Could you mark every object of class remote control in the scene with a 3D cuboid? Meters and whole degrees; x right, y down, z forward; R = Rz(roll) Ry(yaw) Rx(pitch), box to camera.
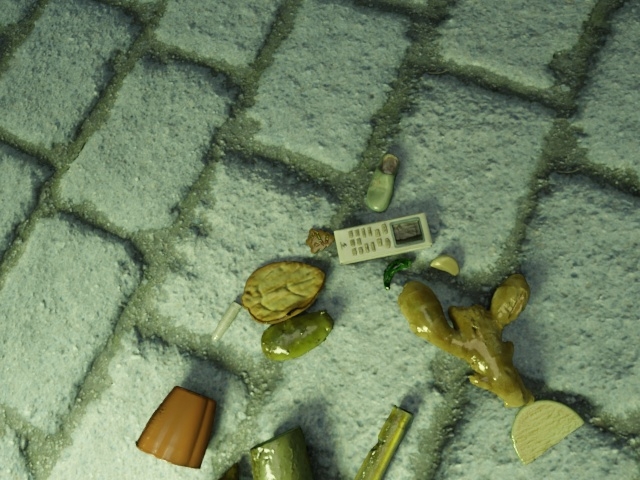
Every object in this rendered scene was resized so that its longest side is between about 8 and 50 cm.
[{"bbox_3d":[0.186,-0.005,1.258,0.277,0.055,0.103,-12,76,5],"label":"remote control"}]

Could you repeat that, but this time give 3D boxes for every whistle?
[{"bbox_3d":[0.148,0.594,1.112,0.068,0.057,0.326,28,81,13],"label":"whistle"}]

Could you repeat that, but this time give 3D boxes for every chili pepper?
[{"bbox_3d":[0.217,0.089,1.242,0.118,0.035,0.055,-46,58,-9],"label":"chili pepper"}]

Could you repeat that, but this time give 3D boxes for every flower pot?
[{"bbox_3d":[-0.377,0.503,1.152,0.190,0.191,0.173,18,65,11],"label":"flower pot"}]

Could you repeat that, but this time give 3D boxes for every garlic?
[{"bbox_3d":[0.368,0.068,1.226,0.083,0.041,0.053,27,86,5],"label":"garlic"}]

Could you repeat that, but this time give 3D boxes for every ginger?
[{"bbox_3d":[0.402,0.265,1.132,0.363,0.122,0.348,0,67,-3],"label":"ginger"}]

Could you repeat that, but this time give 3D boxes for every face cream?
[{"bbox_3d":[-0.285,0.245,1.266,0.034,0.034,0.130,30,81,13],"label":"face cream"}]

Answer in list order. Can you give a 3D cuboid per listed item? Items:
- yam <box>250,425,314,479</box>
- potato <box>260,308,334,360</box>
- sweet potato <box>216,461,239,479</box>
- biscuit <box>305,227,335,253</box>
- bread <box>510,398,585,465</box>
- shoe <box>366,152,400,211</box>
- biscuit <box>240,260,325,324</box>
[{"bbox_3d":[-0.088,0.633,1.080,0.161,0.161,0.268,-14,75,4],"label":"yam"},{"bbox_3d":[-0.067,0.270,1.203,0.225,0.090,0.117,-23,79,4],"label":"potato"},{"bbox_3d":[-0.291,0.771,1.078,0.157,0.158,0.370,14,79,10],"label":"sweet potato"},{"bbox_3d":[0.000,0.000,1.301,0.092,0.016,0.082,-5,75,8],"label":"biscuit"},{"bbox_3d":[0.570,0.481,1.099,0.193,0.036,0.112,-38,70,1],"label":"bread"},{"bbox_3d":[0.194,-0.189,1.292,0.079,0.078,0.195,17,75,10],"label":"shoe"},{"bbox_3d":[-0.108,0.146,1.244,0.260,0.041,0.203,-18,49,-4],"label":"biscuit"}]
